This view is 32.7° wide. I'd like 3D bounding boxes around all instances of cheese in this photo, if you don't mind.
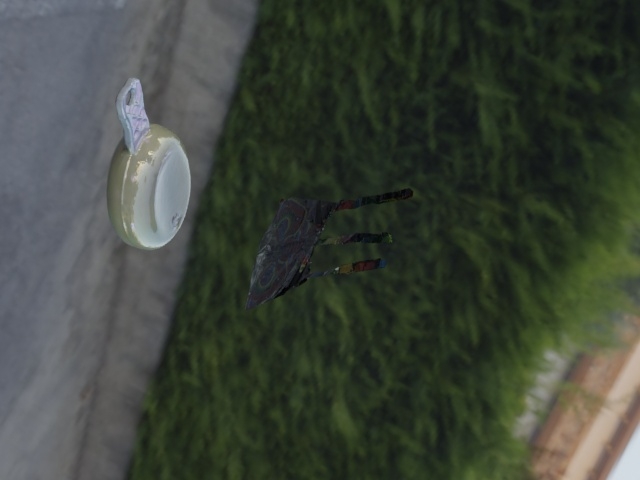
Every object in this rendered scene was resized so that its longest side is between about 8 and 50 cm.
[{"bbox_3d":[-0.202,-0.090,1.246,0.227,0.064,0.137,85,20,-48],"label":"cheese"}]

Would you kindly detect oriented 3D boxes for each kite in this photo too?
[{"bbox_3d":[0.000,0.000,1.253,0.285,0.015,0.152,-11,-123,53],"label":"kite"}]
